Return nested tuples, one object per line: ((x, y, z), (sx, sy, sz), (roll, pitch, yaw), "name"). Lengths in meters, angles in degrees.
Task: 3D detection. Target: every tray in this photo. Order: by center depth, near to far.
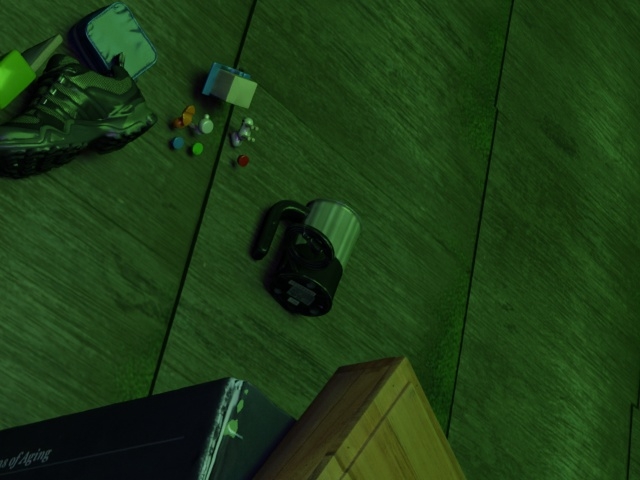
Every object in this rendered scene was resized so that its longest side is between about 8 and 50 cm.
((0.086, 0.317, 1.121), (0.203, 0.076, 0.411), (-48, 118, -49), "tray")

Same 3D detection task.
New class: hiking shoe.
((-0.293, -0.142, 1.595), (0.227, 0.086, 0.114), (-18, 80, -43), "hiking shoe")

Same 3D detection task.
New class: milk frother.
((0.000, 0.000, 1.839), (0.129, 0.143, 0.135), (41, 50, -23), "milk frother")

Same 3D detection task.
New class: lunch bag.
((-0.242, -0.224, 1.700), (0.067, 0.065, 0.098), (-39, 109, -23), "lunch bag")

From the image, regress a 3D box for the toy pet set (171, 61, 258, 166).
((-0.137, -0.165, 1.827), (0.122, 0.065, 0.114), (15, 100, -43), "toy pet set")

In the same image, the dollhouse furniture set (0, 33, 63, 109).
((-0.412, -0.261, 1.409), (0.301, 0.197, 0.151), (54, 44, -22), "dollhouse furniture set")

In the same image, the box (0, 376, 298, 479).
((-0.206, 0.411, 1.170), (0.297, 0.480, 0.472), (41, 48, -35), "box")
